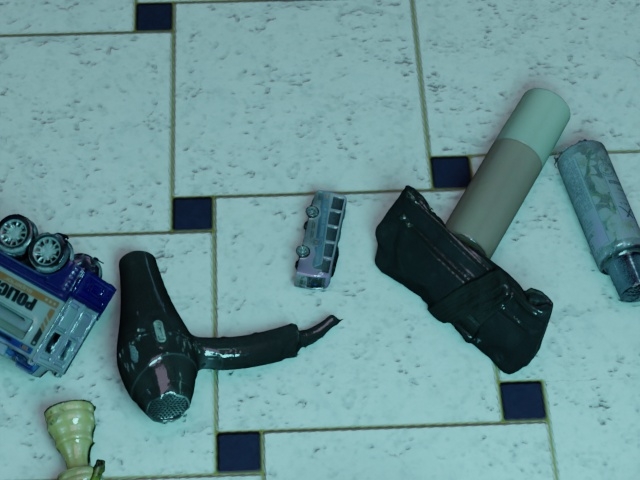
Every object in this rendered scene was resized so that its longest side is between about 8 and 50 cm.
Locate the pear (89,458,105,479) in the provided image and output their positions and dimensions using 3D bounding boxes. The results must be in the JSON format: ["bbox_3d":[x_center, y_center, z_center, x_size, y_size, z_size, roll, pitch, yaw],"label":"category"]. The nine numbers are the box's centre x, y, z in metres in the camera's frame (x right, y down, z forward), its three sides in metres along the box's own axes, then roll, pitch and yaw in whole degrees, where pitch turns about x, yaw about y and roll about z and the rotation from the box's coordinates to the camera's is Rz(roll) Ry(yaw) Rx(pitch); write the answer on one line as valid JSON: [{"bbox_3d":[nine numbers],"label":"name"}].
[{"bbox_3d":[-0.231,0.331,1.540,0.180,0.166,0.216,-15,75,8],"label":"pear"}]

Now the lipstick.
[{"bbox_3d":[0.231,-0.080,1.884,0.070,0.070,0.254,25,60,15],"label":"lipstick"}]

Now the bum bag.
[{"bbox_3d":[0.164,0.047,1.775,0.060,0.123,0.248,-19,55,-40],"label":"bum bag"}]

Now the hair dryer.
[{"bbox_3d":[-0.108,0.103,1.774,0.272,0.091,0.235,-1,45,-17],"label":"hair dryer"}]

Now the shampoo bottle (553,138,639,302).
[{"bbox_3d":[0.353,-0.023,1.852,0.072,0.072,0.214,-11,57,-8],"label":"shampoo bottle"}]

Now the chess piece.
[{"bbox_3d":[-0.264,0.261,1.661,0.060,0.060,0.172,-11,60,-8],"label":"chess piece"}]

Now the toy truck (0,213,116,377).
[{"bbox_3d":[-0.389,0.036,1.759,0.268,0.124,0.155,26,82,18],"label":"toy truck"}]

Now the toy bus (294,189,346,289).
[{"bbox_3d":[0.000,0.000,1.849,0.052,0.037,0.130,12,56,1],"label":"toy bus"}]
